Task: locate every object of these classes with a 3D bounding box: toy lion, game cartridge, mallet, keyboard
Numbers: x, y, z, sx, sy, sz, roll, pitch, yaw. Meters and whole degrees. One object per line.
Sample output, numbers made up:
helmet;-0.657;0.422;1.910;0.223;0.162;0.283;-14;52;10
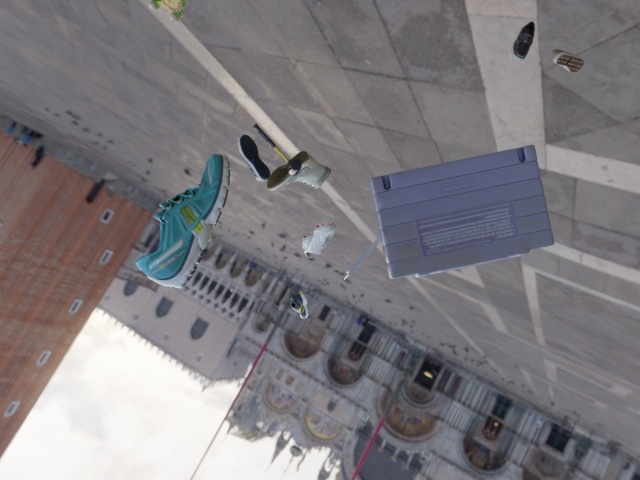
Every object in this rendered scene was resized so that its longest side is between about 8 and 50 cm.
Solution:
toy lion;-0.375;-0.591;1.140;0.100;0.034;0.096;29;156;3
game cartridge;0.298;-0.056;0.997;0.356;0.229;0.068;-11;-176;-1
mallet;-0.125;-0.268;1.355;0.189;0.039;0.062;48;167;-8
keyboard;0.154;0.009;1.272;0.014;0.256;0.072;42;166;11

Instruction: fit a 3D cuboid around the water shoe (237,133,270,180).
water shoe;-0.277;-0.322;1.861;0.080;0.073;0.203;-5;115;62

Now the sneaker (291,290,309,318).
sneaker;-0.048;0.144;1.035;0.031;0.035;0.083;-119;18;-45

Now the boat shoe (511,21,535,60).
boat shoe;0.672;-0.661;1.539;0.056;0.152;0.049;19;158;-2

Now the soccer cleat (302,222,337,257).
soccer cleat;0.000;0.000;1.419;0.068;0.076;0.196;-5;167;-26

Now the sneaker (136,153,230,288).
sneaker;-0.246;-0.049;0.869;0.110;0.275;0.107;26;163;-16

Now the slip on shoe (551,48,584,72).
slip on shoe;0.788;-0.576;1.491;0.136;0.051;0.041;2;-130;-28

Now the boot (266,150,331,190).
boot;-0.081;-0.234;1.755;0.165;0.213;0.077;23;-139;-49

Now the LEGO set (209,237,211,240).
LEGO set;-0.479;-0.086;1.728;0.227;0.087;0.093;64;-179;42
